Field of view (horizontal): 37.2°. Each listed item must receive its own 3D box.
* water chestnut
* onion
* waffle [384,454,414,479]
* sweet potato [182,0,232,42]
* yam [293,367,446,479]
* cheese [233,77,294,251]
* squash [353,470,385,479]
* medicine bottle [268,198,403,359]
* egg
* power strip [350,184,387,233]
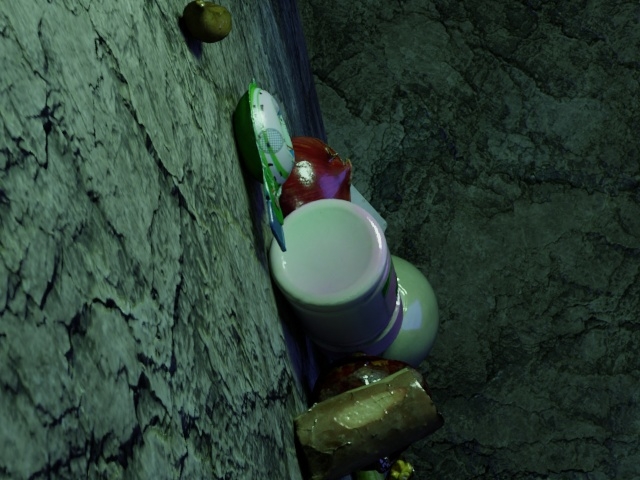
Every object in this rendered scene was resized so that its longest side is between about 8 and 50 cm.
[{"bbox_3d":[0.095,0.323,1.738,0.238,0.224,0.223,-117,-173,-47],"label":"water chestnut"},{"bbox_3d":[-0.015,-0.102,1.982,0.248,0.161,0.248,-24,117,-58],"label":"onion"},{"bbox_3d":[0.113,0.507,1.772,0.231,0.051,0.228,53,60,-80],"label":"waffle"},{"bbox_3d":[-0.166,-0.333,1.440,0.069,0.059,0.249,38,13,-10],"label":"sweet potato"},{"bbox_3d":[0.072,0.297,1.538,0.129,0.238,0.128,73,-9,-55],"label":"yam"},{"bbox_3d":[-0.089,-0.135,1.630,0.204,0.083,0.320,67,10,-61],"label":"cheese"},{"bbox_3d":[0.111,0.543,2.165,0.069,0.069,0.239,-74,150,-79],"label":"squash"},{"bbox_3d":[0.038,0.082,1.766,0.325,0.212,0.212,65,13,-63],"label":"medicine bottle"},{"bbox_3d":[0.123,0.169,2.095,0.336,0.278,0.278,-58,135,-83],"label":"egg"},{"bbox_3d":[0.044,-0.099,2.352,0.367,0.043,0.106,46,59,-37],"label":"power strip"}]
